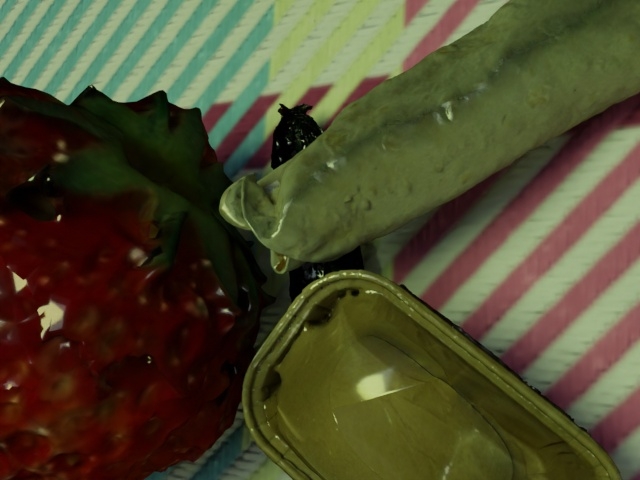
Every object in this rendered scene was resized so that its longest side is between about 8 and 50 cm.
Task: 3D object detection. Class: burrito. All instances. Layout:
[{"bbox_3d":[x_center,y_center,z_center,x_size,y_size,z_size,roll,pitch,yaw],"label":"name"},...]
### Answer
[{"bbox_3d":[0.078,-0.069,0.414,0.275,0.059,0.082,-32,59,-4],"label":"burrito"}]

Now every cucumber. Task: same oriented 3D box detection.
[{"bbox_3d":[0.000,0.000,0.496,0.053,0.053,0.181,-20,68,28],"label":"cucumber"}]

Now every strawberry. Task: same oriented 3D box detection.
[{"bbox_3d":[-0.169,0.051,0.471,0.288,0.250,0.238,-39,67,17],"label":"strawberry"}]

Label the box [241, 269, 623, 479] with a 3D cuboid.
[{"bbox_3d":[0.050,0.095,0.389,0.177,0.111,0.111,38,101,12],"label":"box"}]
